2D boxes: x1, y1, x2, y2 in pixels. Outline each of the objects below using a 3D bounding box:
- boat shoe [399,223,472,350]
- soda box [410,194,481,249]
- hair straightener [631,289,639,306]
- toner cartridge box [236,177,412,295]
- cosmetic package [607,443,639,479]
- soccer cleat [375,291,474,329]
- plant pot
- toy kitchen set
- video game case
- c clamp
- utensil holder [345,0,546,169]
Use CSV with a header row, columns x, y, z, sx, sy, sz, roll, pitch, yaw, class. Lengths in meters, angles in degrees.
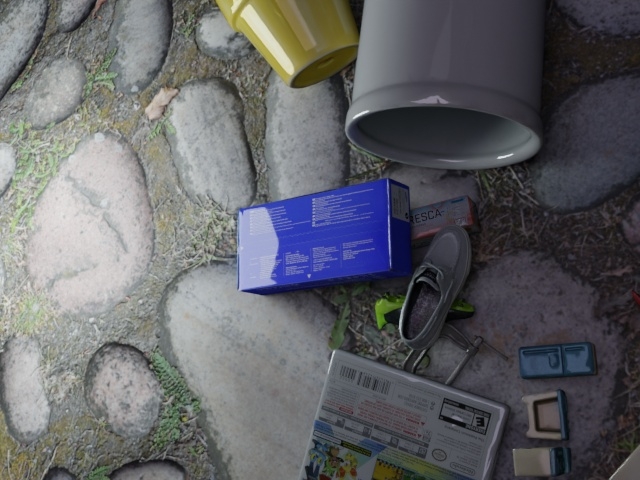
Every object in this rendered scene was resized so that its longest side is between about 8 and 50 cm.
x,y,z,sx,sy,sz,roll,pitch,yaw,class
0.193,0.076,1.515,0.079,0.081,0.228,18,85,23,boat shoe
0.191,-0.026,1.611,0.183,0.063,0.058,-14,71,20,soda box
0.594,0.149,1.406,0.089,0.047,0.230,-38,67,12,hair straightener
0.000,0.000,1.640,0.347,0.075,0.165,-9,74,36,toner cartridge box
0.524,0.344,1.320,0.129,0.153,0.296,42,102,25,cosmetic package
0.184,0.132,1.589,0.178,0.060,0.072,2,104,20,soccer cleat
-0.044,-0.433,1.719,0.254,0.254,0.239,-29,85,15,plant pot
0.371,0.263,1.411,0.122,0.166,0.207,-8,76,22,toy kitchen set
0.132,0.378,1.550,0.329,0.036,0.300,16,91,25,video game case
0.220,0.215,1.549,0.137,0.022,0.161,42,110,13,c clamp
0.224,-0.350,1.531,0.327,0.327,0.386,1,76,24,utensil holder
